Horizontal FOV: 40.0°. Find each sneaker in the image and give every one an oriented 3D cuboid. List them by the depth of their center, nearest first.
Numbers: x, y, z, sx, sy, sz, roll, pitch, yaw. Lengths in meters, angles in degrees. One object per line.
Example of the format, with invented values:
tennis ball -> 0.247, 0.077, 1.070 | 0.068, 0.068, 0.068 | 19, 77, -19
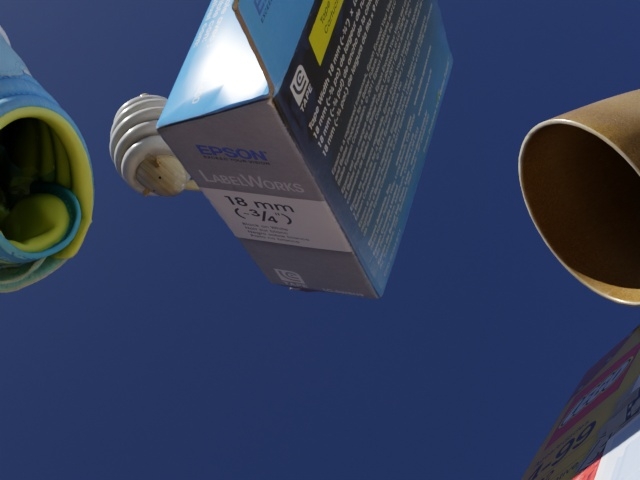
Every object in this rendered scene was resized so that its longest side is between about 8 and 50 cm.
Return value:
sneaker -> -0.269, 0.008, 0.620 | 0.127, 0.208, 0.319 | -6, -53, -48

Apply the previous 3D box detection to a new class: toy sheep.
toy sheep -> -0.145, -0.087, 0.786 | 0.091, 0.132, 0.091 | -13, -45, -13

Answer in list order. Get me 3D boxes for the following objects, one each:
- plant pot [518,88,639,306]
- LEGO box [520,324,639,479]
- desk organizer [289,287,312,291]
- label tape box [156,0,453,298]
plant pot -> 0.408, -0.086, 1.025 | 0.254, 0.237, 0.237 | -29, -82, -16
LEGO box -> 0.276, 0.057, 0.310 | 0.193, 0.500, 0.372 | 44, -143, 9
desk organizer -> 0.000, 0.000, 1.088 | 0.050, 0.047, 0.130 | 15, -113, -25
label tape box -> -0.007, -0.139, 0.607 | 0.105, 0.334, 0.241 | 8, -115, 22
